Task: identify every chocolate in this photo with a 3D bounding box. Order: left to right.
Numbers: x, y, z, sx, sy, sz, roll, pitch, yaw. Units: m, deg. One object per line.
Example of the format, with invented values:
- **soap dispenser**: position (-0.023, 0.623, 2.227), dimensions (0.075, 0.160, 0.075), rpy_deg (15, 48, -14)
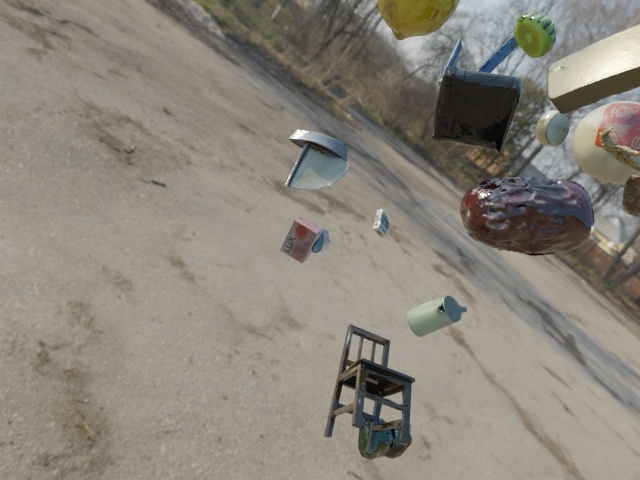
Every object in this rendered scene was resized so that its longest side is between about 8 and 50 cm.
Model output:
- **chocolate**: position (1.181, -0.138, 1.696), dimensions (0.080, 0.156, 0.254), rpy_deg (-6, 13, -40)

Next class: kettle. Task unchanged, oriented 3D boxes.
- **kettle**: position (0.369, 0.243, 1.580), dimensions (0.127, 0.148, 0.098), rpy_deg (38, 43, -23)

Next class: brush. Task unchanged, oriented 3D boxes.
- **brush**: position (0.544, -0.326, 0.955), dimensions (0.059, 0.197, 0.123), rpy_deg (42, 50, -31)

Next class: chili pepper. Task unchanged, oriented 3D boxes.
- **chili pepper**: position (0.249, 0.728, 1.816), dimensions (0.265, 0.116, 0.148), rpy_deg (29, 62, -41)

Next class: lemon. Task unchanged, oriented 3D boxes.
- **lemon**: position (0.306, -0.773, 1.540), dimensions (0.258, 0.310, 0.257), rpy_deg (22, 27, -12)

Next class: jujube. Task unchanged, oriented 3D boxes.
- **jujube**: position (0.611, -0.074, 1.462), dimensions (0.377, 0.258, 0.258), rpy_deg (-4, 26, -2)

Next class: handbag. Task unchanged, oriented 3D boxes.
- **handbag**: position (0.447, -0.372, 1.449), dimensions (0.223, 0.246, 0.080), rpy_deg (12, 51, 10)

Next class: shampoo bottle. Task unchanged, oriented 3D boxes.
- **shampoo bottle**: position (0.000, 0.000, 2.100), dimensions (0.061, 0.103, 0.258), rpy_deg (9, 1, 8)

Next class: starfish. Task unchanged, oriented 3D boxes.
- **starfish**: position (1.040, -0.309, 1.717), dimensions (0.236, 0.062, 0.277), rpy_deg (37, 17, -14)

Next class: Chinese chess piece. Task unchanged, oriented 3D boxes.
- **Chinese chess piece**: position (0.798, -0.385, 1.713), dimensions (0.122, 0.122, 0.051), rpy_deg (28, 2, -31)

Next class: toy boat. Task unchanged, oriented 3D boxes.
- **toy boat**: position (-0.009, -0.335, 2.153), dimensions (0.276, 0.293, 0.111), rpy_deg (6, -18, -8)

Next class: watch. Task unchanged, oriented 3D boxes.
- **watch**: position (0.513, -0.631, 1.775), dimensions (0.068, 0.274, 0.276), rpy_deg (49, -13, -33)

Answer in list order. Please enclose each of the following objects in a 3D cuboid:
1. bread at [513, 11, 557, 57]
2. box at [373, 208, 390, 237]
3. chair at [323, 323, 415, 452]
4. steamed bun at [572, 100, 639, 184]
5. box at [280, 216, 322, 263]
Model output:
- **bread**: position (0.673, -0.645, 1.558), dimensions (0.139, 0.071, 0.130), rpy_deg (44, -20, 25)
- **box**: position (0.205, -0.057, 1.661), dimensions (0.054, 0.024, 0.083), rpy_deg (43, 46, -32)
- **chair**: position (0.180, 0.458, 1.668), dimensions (0.203, 0.240, 0.415), rpy_deg (23, 55, -10)
- **steamed bun**: position (1.256, -0.423, 2.060), dimensions (0.374, 0.375, 0.241), rpy_deg (49, -11, 26)
- **box**: position (-0.076, -0.002, 1.919), dimensions (0.111, 0.156, 0.060), rpy_deg (31, 22, 13)
